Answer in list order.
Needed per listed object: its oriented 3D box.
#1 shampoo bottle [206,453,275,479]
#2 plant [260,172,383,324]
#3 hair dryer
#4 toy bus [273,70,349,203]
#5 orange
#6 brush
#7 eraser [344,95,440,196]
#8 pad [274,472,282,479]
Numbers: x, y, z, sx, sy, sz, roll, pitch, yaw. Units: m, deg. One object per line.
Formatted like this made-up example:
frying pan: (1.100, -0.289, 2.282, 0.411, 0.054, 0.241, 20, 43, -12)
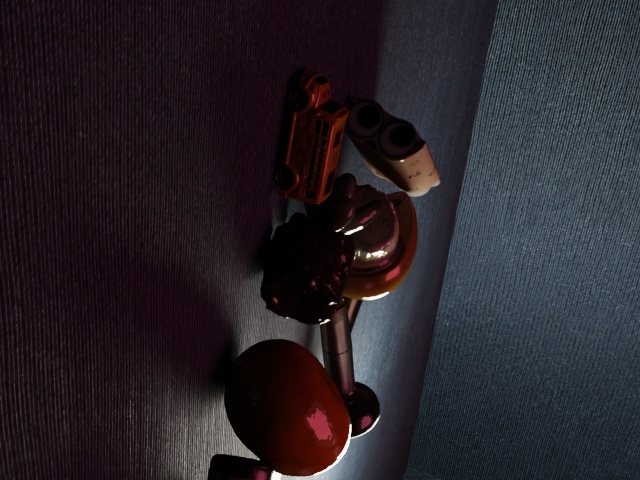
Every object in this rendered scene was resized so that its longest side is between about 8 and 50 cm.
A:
shampoo bottle: (-0.142, 0.471, 1.783, 0.101, 0.101, 0.284, 42, 57, -75)
plant: (-0.002, 0.000, 1.937, 0.274, 0.146, 0.149, -65, -177, -39)
hair dryer: (0.080, 0.215, 2.504, 0.284, 0.156, 0.320, -39, 137, -49)
toy bus: (-0.010, -0.159, 1.813, 0.083, 0.088, 0.194, -44, 148, -62)
orange: (-0.058, 0.270, 1.888, 0.171, 0.240, 0.240, -31, 165, 3)
brush: (0.100, -0.027, 2.220, 0.266, 0.174, 0.166, -54, 152, -38)
eraser: (0.134, -0.172, 2.229, 0.087, 0.171, 0.290, -54, 164, -3)
pad: (-0.098, 0.501, 2.421, 0.113, 0.006, 0.187, 8, 96, -75)
